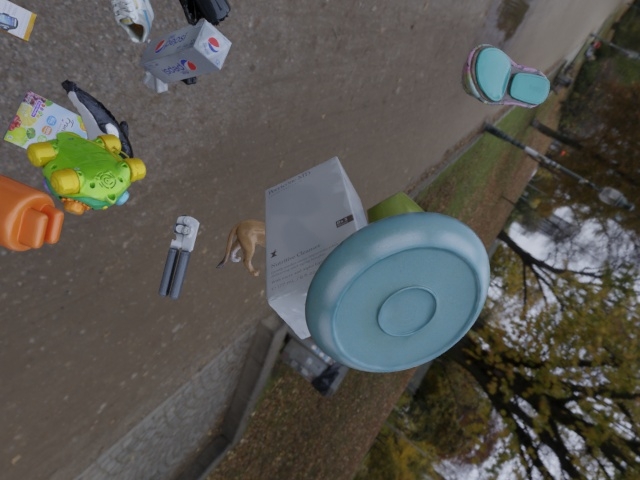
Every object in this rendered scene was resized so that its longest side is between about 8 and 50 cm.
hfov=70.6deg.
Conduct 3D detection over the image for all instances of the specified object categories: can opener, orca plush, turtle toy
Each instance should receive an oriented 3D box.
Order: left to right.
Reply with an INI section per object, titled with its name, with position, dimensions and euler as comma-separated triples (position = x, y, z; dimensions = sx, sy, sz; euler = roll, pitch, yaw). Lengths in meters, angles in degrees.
[turtle toy]
position = -0.257, -0.074, 0.485
dimensions = 0.095, 0.130, 0.066
euler = -24, 147, -47
[orca plush]
position = -0.560, -0.290, 1.185
dimensions = 0.151, 0.287, 0.102
euler = -14, -149, 32
[can opener]
position = -0.461, 0.053, 1.492
dimensions = 0.093, 0.074, 0.280
euler = 107, -5, -83

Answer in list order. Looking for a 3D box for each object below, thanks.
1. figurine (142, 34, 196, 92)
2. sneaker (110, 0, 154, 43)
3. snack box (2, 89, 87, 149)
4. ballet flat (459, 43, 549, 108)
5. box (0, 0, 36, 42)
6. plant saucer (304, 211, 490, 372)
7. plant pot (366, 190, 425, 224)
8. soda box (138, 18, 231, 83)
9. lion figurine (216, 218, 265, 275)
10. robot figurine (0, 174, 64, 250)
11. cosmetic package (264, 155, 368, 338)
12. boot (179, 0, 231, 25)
[figurine]
position = -0.556, -0.677, 1.686
dimensions = 0.215, 0.092, 0.209
euler = -32, 162, -36
[sneaker]
position = -0.477, -0.592, 1.112
dimensions = 0.228, 0.088, 0.092
euler = 75, 17, -71
[snack box]
position = -0.883, -0.358, 1.476
dimensions = 0.207, 0.070, 0.174
euler = 26, 85, -40
[ballet flat]
position = 0.267, -0.247, 0.695
dimensions = 0.222, 0.079, 0.076
euler = -4, 113, -39
[box]
position = -0.871, -0.619, 1.246
dimensions = 0.136, 0.028, 0.081
euler = 19, 88, -34
[plant saucer]
position = 0.134, 0.104, 0.727
dimensions = 0.317, 0.318, 0.043
euler = -60, -154, 21
[plant pot]
position = 0.284, -0.007, 1.534
dimensions = 0.275, 0.293, 0.275
euler = -30, -179, 1
[soda box]
position = -0.384, -0.523, 1.270
dimensions = 0.098, 0.286, 0.091
euler = 31, 72, -46
[lion figurine]
position = -0.151, -0.014, 1.472
dimensions = 0.393, 0.142, 0.240
euler = -6, 125, -11
[robot figurine]
position = -0.616, -0.060, 0.873
dimensions = 0.128, 0.220, 0.158
euler = 106, 8, -53
[cosmetic package]
position = 0.000, 0.000, 1.014
dimensions = 0.217, 0.385, 0.156
euler = -25, 129, 10
[boot]
position = -0.288, -0.517, 0.846
dimensions = 0.094, 0.247, 0.207
euler = -47, 146, -17
